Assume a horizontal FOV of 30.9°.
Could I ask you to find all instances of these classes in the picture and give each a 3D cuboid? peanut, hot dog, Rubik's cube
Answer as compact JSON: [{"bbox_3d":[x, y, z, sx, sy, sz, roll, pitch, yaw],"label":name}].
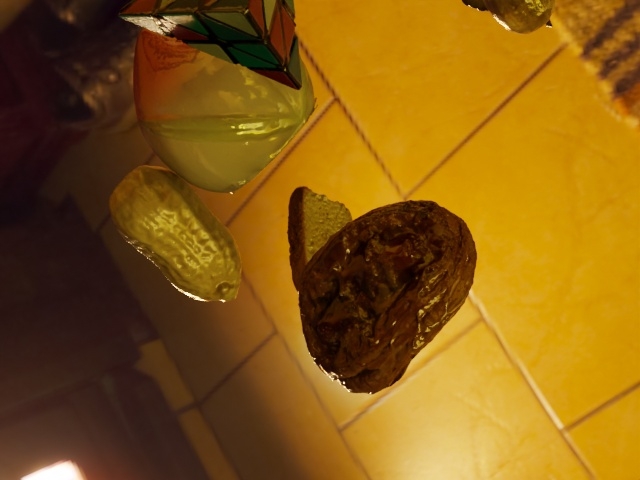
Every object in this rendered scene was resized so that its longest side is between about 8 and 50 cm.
[{"bbox_3d":[-0.243,-0.008,2.017,0.152,0.152,0.313,-1,141,45],"label":"peanut"},{"bbox_3d":[0.218,-0.338,1.415,0.087,0.087,0.206,-1,141,45],"label":"peanut"},{"bbox_3d":[0.065,0.059,1.197,0.227,0.099,0.160,-52,58,19],"label":"hot dog"},{"bbox_3d":[-0.092,-0.281,1.519,0.250,0.284,0.234,57,-179,-17],"label":"Rubik's cube"}]

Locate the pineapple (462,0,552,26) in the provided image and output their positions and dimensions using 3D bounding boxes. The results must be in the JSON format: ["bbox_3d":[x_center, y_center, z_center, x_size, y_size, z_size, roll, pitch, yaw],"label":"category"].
[{"bbox_3d":[0.277,-0.404,1.788,0.186,0.236,0.114,17,109,-10],"label":"pineapple"}]

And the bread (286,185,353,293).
[{"bbox_3d":[0.000,0.000,1.862,0.065,0.103,0.187,137,138,-54],"label":"bread"}]

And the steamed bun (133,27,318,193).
[{"bbox_3d":[-0.181,-0.248,1.895,0.309,0.309,0.309,17,116,40],"label":"steamed bun"}]
